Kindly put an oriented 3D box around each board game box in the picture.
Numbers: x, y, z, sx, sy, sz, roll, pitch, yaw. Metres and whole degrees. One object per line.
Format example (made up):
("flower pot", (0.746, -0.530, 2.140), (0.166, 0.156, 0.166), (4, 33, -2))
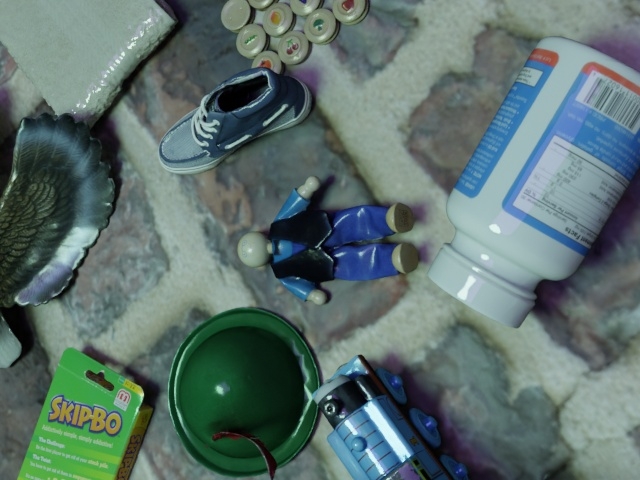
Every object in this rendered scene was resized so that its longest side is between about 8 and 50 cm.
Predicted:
("board game box", (-0.276, 0.259, 0.940), (0.124, 0.039, 0.259), (23, 98, 25))

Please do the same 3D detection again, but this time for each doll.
("doll", (0.000, 0.000, 0.825), (0.189, 0.046, 0.129), (-7, 92, 31))

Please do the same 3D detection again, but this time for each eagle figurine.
("eagle figurine", (-0.388, -0.009, 0.961), (0.226, 0.225, 0.298), (34, 65, -15))

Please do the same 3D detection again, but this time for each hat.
("hat", (-0.108, 0.146, 0.786), (0.208, 0.183, 0.173), (-20, 77, 23))

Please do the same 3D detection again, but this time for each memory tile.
("memory tile", (-0.030, -0.242, 0.880), (0.148, 0.012, 0.113), (-33, 72, 20))

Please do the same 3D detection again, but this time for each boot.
("boot", (-0.108, -0.127, 0.866), (0.190, 0.086, 0.069), (-24, 76, 22))

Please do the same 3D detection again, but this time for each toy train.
("toy train", (0.062, 0.186, 0.745), (0.080, 0.105, 0.184), (-42, 70, 16))

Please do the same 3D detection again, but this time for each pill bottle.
("pill bottle", (0.181, -0.044, 0.699), (0.124, 0.124, 0.221), (34, 100, 24))

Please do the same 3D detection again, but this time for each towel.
("towel", (-0.304, -0.278, 0.997), (0.187, 0.049, 0.282), (-46, 69, 16))
